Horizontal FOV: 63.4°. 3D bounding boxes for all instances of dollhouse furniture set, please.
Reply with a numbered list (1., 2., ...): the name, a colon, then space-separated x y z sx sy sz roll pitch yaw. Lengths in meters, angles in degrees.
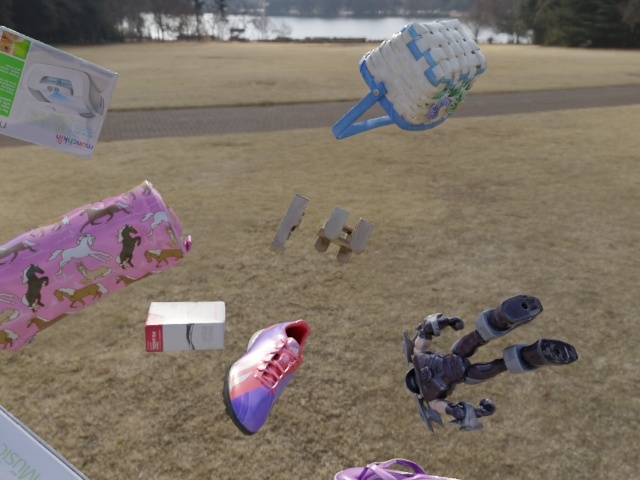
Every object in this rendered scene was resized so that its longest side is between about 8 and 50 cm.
1. dollhouse furniture set: 0.000 0.000 1.466 0.242 0.160 0.212 26 -13 -3

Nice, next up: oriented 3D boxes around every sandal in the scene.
1. sandal: 0.246 0.720 1.588 0.417 0.102 0.169 -3 -3 21

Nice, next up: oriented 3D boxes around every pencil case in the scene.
1. pencil case: -0.432 0.040 0.933 0.386 0.167 0.160 -30 60 -14

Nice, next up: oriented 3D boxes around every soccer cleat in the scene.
1. soccer cleat: -0.094 0.241 0.984 0.117 0.108 0.318 -29 9 13

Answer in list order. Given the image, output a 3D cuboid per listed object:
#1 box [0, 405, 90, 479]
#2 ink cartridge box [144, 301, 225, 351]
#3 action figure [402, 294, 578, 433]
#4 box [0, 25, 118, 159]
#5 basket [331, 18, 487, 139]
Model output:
1. box: -0.324 0.256 0.502 0.322 0.232 0.058 -32 15 40
2. ink cartridge box: -0.270 0.172 1.048 0.151 0.063 0.109 1 17 -11
3. action figure: 0.220 0.185 0.775 0.099 0.285 0.185 -7 67 -37
4. box: -0.663 -0.347 1.244 0.262 0.231 0.127 16 8 -41
5. basket: 0.180 -0.320 1.101 0.255 0.201 0.289 -27 -2 -39
